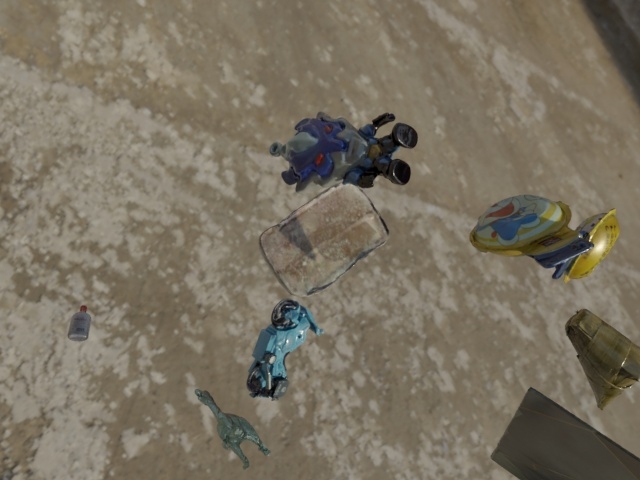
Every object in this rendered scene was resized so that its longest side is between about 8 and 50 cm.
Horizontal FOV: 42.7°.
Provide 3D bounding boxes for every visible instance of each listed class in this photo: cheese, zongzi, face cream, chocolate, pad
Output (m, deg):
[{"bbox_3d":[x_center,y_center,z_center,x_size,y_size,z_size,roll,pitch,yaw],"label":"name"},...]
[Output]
[{"bbox_3d":[0.344,-0.014,1.341,0.270,0.177,0.069,-129,-164,-66],"label":"cheese"},{"bbox_3d":[0.489,0.216,1.478,0.160,0.176,0.078,43,57,15],"label":"zongzi"},{"bbox_3d":[-0.469,0.161,1.603,0.040,0.021,0.083,5,41,-9],"label":"face cream"},{"bbox_3d":[0.000,0.000,1.861,0.303,0.100,0.185,-35,97,-30],"label":"chocolate"},{"bbox_3d":[0.449,0.014,1.395,0.064,0.156,0.250,35,23,23],"label":"cheese"},{"bbox_3d":[0.222,0.202,0.674,0.164,0.243,0.004,33,70,19],"label":"pad"}]

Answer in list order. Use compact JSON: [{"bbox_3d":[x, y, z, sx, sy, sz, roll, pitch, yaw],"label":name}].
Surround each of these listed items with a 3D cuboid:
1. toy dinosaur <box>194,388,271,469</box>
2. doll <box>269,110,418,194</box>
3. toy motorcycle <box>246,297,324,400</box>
[{"bbox_3d":[-0.165,0.390,1.678,0.167,0.053,0.242,54,6,27],"label":"toy dinosaur"},{"bbox_3d":[0.016,-0.093,0.873,0.070,0.195,0.095,24,78,-46],"label":"doll"},{"bbox_3d":[-0.094,0.269,2.056,0.124,0.272,0.182,30,13,37],"label":"toy motorcycle"}]
